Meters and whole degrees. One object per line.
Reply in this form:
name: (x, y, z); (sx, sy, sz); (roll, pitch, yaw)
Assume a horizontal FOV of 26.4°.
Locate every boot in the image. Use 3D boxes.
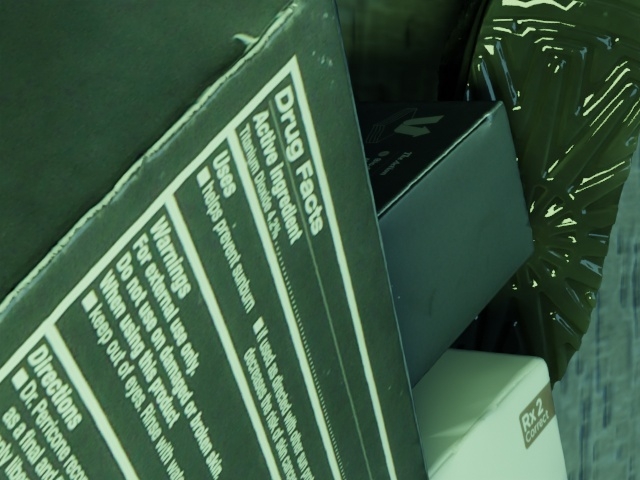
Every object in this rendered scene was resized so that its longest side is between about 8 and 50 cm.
boot: (0.119, -0.064, 0.881); (0.260, 0.131, 0.348); (-83, -168, -62)

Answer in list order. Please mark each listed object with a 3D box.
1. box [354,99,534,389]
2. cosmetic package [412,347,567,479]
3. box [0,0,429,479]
box: (0.000, 0.000, 0.694); (0.156, 0.158, 0.093); (-41, 125, -44)
cosmetic package: (0.015, 0.150, 0.705); (0.151, 0.183, 0.151); (-37, 121, -46)
box: (-0.122, 0.091, 0.436); (0.294, 0.182, 0.296); (-50, 147, -28)
